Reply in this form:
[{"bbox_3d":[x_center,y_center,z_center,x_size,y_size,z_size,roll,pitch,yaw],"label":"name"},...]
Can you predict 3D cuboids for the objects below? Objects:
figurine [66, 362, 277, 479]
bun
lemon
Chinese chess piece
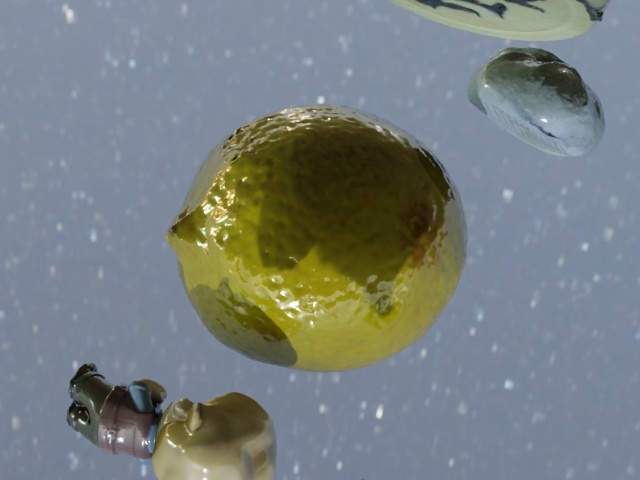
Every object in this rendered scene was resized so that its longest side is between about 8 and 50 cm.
[{"bbox_3d":[-0.130,0.170,1.483,0.196,0.114,0.108,20,-160,29],"label":"figurine"},{"bbox_3d":[0.211,-0.137,1.624,0.141,0.141,0.083,32,-90,22],"label":"bun"},{"bbox_3d":[0.001,-0.001,1.567,0.267,0.267,0.267,4,-135,-4],"label":"lemon"},{"bbox_3d":[0.084,-0.151,0.888,0.144,0.144,0.058,15,-100,7],"label":"Chinese chess piece"}]
